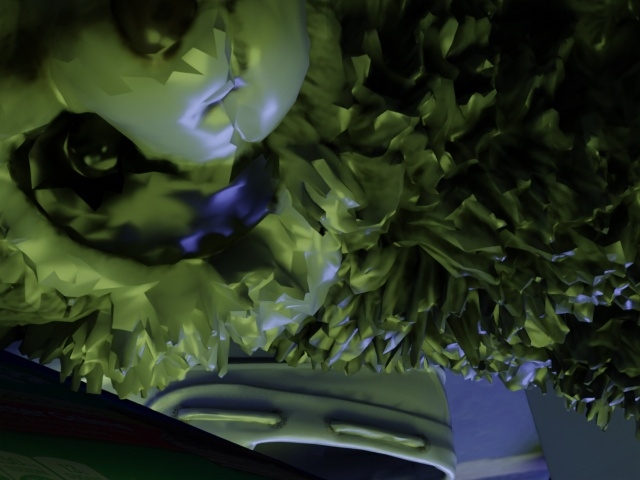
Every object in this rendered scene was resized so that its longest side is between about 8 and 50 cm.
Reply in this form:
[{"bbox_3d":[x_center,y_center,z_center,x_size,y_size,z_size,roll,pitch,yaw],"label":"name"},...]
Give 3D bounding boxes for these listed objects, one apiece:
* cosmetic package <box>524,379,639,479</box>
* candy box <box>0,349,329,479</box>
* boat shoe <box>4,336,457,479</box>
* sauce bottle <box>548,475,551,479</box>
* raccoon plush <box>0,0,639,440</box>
[{"bbox_3d":[0.233,0.094,0.916,0.224,0.224,0.138,-29,148,25],"label":"cosmetic package"},{"bbox_3d":[-0.146,0.097,0.656,0.317,0.122,0.268,15,179,41],"label":"candy box"},{"bbox_3d":[-0.060,0.095,0.916,0.268,0.088,0.096,-1,150,-27],"label":"boat shoe"},{"bbox_3d":[0.258,0.192,1.066,0.111,0.111,0.344,6,-176,-37],"label":"sauce bottle"},{"bbox_3d":[0.000,0.000,0.657,0.299,0.216,0.446,-6,154,0],"label":"raccoon plush"}]
